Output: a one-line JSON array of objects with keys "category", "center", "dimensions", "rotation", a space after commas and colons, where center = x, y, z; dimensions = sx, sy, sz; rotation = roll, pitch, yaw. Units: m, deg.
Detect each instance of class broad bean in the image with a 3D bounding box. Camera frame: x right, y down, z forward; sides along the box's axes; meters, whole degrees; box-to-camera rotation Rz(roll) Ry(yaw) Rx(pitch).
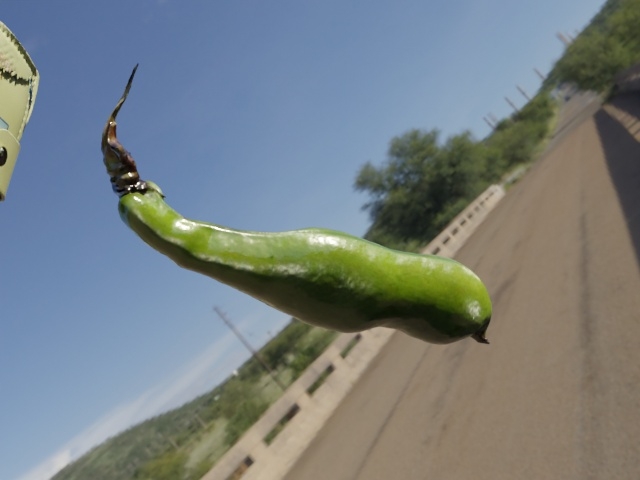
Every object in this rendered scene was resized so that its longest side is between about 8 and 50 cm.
[{"category": "broad bean", "center": [-0.006, 0.009, 0.551], "dimensions": [0.098, 0.318, 0.056], "rotation": [-55, 23, 14]}]

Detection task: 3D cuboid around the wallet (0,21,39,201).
[{"category": "wallet", "center": [-0.220, -0.061, 0.483], "dimensions": [0.110, 0.039, 0.155], "rotation": [56, -137, -66]}]
